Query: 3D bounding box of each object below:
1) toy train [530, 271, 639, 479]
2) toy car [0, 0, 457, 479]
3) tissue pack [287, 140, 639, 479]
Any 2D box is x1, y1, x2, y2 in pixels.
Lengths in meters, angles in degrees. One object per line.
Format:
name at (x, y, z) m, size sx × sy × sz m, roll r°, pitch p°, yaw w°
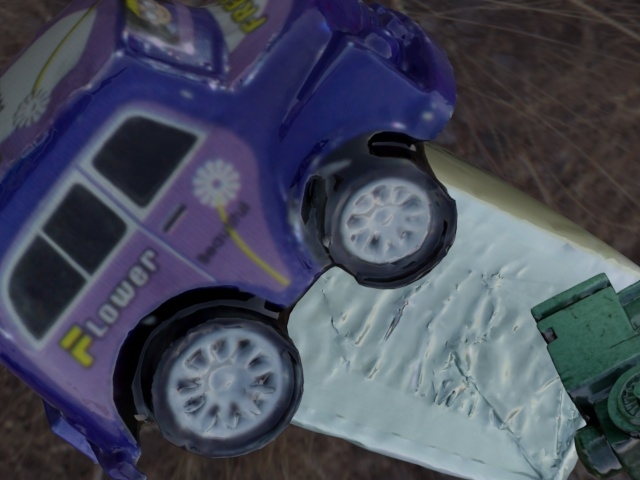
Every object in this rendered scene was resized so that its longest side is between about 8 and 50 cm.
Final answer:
toy train at (0.184, 0.042, 0.767) m, size 0.170 × 0.111 × 0.071 m, roll -29°, pitch 133°, yaw 10°
toy car at (-0.062, -0.029, 0.736) m, size 0.235 × 0.172 × 0.158 m, roll -47°, pitch 118°, yaw 4°
tissue pack at (0.000, 0.000, 1.287) m, size 0.332 × 0.405 × 0.205 m, roll 23°, pitch 97°, yaw -25°
